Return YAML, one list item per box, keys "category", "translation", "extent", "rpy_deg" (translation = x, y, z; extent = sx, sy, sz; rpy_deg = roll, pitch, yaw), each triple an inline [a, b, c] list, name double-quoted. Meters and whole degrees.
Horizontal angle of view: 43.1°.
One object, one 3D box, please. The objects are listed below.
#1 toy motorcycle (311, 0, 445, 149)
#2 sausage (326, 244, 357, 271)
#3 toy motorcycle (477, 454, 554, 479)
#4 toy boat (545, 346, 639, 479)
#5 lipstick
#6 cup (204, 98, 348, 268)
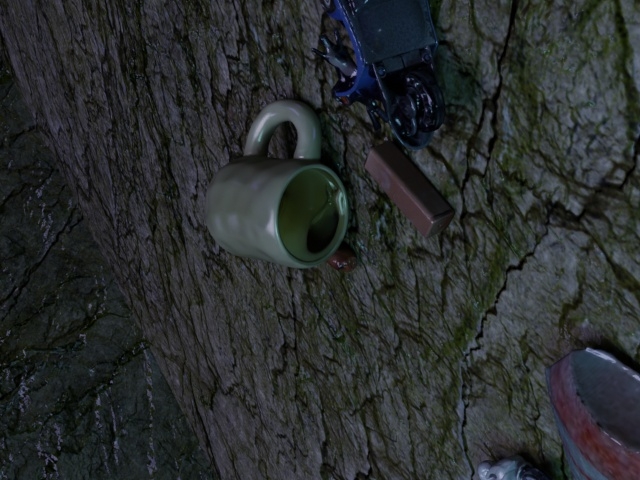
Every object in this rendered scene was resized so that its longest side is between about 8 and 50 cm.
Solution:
- category: "toy motorcycle"
  translation: [0.057, -0.282, 1.009]
  extent: [0.213, 0.125, 0.358]
  rpy_deg: [0, 109, 69]
- category: "sausage"
  translation: [0.001, -0.001, 1.391]
  extent: [0.177, 0.040, 0.047]
  rpy_deg: [41, 144, 41]
- category: "toy motorcycle"
  translation: [0.280, 0.385, 1.166]
  extent: [0.151, 0.074, 0.228]
  rpy_deg: [41, 144, 44]
- category: "toy boat"
  translation: [0.340, 0.264, 0.983]
  extent: [0.206, 0.096, 0.282]
  rpy_deg: [49, 160, 42]
- category: "lipstick"
  translation: [0.121, -0.072, 1.123]
  extent: [0.145, 0.045, 0.045]
  rpy_deg: [52, 150, 25]
- category: "cup"
  translation: [-0.085, -0.088, 1.314]
  extent: [0.202, 0.173, 0.255]
  rpy_deg: [10, 118, 47]
